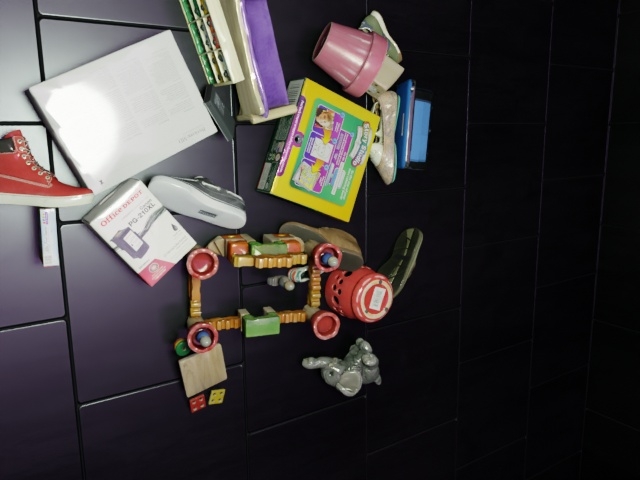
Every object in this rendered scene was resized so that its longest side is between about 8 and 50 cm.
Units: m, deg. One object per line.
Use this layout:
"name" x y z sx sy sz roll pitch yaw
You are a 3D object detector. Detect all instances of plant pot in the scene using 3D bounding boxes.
"plant pot" 0.081 -0.573 1.707 0.180 0.201 0.202 22 86 -19
"plant pot" 0.188 -0.531 1.799 0.109 0.109 0.096 32 69 -16
"plant pot" 0.136 0.179 1.882 0.191 0.174 0.191 -5 101 -31

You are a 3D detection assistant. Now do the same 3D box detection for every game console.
"game console" 0.343 -0.393 1.920 0.173 0.250 0.294 2 98 -8

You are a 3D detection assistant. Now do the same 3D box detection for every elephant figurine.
"elephant figurine" 0.078 0.459 1.925 0.239 0.186 0.169 -27 156 -16

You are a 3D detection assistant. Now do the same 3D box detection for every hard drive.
"hard drive" -0.279 -0.357 1.540 0.022 0.094 0.135 -18 134 13

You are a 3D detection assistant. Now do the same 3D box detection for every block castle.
"block castle" -0.164 0.147 1.603 0.452 0.213 0.303 -2 101 -21

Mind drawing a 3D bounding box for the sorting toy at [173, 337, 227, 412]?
"sorting toy" -0.357 0.388 1.656 0.132 0.046 0.275 -21 121 -29

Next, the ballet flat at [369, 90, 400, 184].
"ballet flat" 0.203 -0.350 1.886 0.106 0.107 0.316 1 92 -15

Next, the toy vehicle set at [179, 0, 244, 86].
"toy vehicle set" -0.294 -0.547 1.464 0.035 0.166 0.267 -28 113 -27

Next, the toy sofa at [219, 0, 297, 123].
"toy sofa" -0.175 -0.522 1.543 0.150 0.177 0.363 -21 109 -29

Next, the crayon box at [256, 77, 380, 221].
"crayon box" 0.000 -0.278 1.747 0.313 0.106 0.363 18 89 -36

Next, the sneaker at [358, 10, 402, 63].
"sneaker" 0.192 -0.656 1.837 0.086 0.064 0.192 -43 119 -12

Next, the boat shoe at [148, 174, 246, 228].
"boat shoe" -0.338 -0.130 1.554 0.301 0.108 0.102 21 52 -34

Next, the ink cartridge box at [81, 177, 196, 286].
"ink cartridge box" -0.481 -0.024 1.473 0.172 0.100 0.237 -47 120 -18

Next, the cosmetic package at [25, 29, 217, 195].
"cosmetic package" -0.494 -0.327 1.413 0.377 0.097 0.285 -34 114 -24

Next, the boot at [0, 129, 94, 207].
"boot" -0.661 -0.169 1.303 0.244 0.088 0.177 4 94 -10

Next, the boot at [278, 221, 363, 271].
"boot" 0.000 0.000 1.818 0.305 0.115 0.112 23 129 -22

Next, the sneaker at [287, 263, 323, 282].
"sneaker" -0.024 0.103 1.817 0.161 0.075 0.057 -19 109 -30

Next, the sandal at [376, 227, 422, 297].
"sandal" 0.298 0.097 2.013 0.303 0.120 0.086 -58 137 -12

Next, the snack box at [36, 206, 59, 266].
"snack box" -0.668 -0.014 1.350 0.037 0.100 0.141 -5 102 -32
